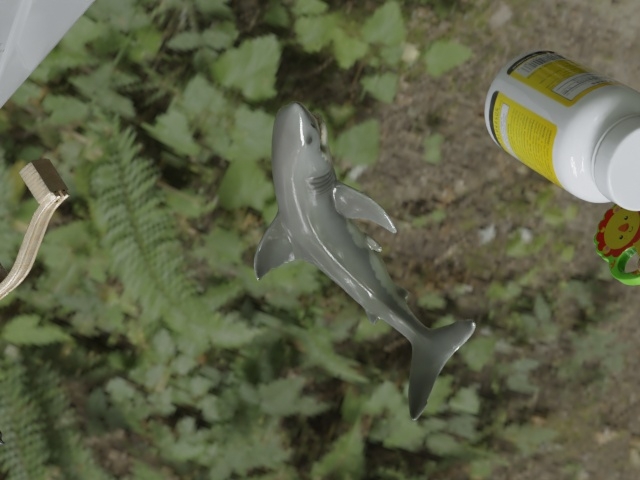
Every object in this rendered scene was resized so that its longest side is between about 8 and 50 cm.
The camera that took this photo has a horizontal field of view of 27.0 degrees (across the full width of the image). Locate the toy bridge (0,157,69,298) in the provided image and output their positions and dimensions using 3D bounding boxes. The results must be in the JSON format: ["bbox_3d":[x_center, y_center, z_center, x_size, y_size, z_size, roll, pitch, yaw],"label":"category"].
[{"bbox_3d":[-0.261,0.017,1.019,0.188,0.026,0.063,-37,83,21],"label":"toy bridge"}]

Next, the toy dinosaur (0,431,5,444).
[{"bbox_3d":[-0.340,0.141,1.119,0.064,0.118,0.268,16,118,53],"label":"toy dinosaur"}]

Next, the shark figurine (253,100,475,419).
[{"bbox_3d":[0.007,0.020,1.162,0.278,0.116,0.166,57,163,-9],"label":"shark figurine"}]

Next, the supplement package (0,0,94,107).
[{"bbox_3d":[-0.308,-0.243,0.899,0.293,0.175,0.177,35,165,12],"label":"supplement package"}]

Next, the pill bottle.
[{"bbox_3d":[0.143,-0.058,0.718,0.065,0.065,0.116,47,179,-32],"label":"pill bottle"}]

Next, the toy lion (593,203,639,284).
[{"bbox_3d":[0.320,0.000,1.368,0.034,0.100,0.096,31,152,-31],"label":"toy lion"}]
